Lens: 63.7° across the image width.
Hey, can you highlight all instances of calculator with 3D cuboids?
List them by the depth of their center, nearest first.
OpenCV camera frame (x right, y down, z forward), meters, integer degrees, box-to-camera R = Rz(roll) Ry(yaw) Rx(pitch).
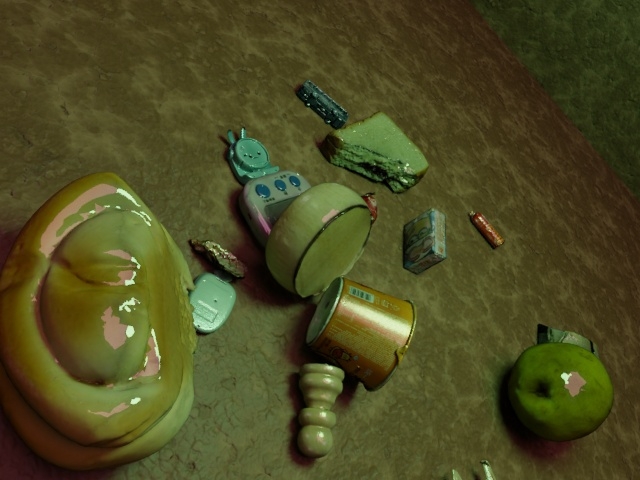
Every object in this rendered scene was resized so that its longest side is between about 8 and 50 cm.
[{"bbox_3d":[-0.219,0.117,1.035,0.095,0.021,0.153,34,48,-16],"label":"calculator"}]

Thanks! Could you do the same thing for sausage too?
[{"bbox_3d":[0.545,-0.041,1.694,0.050,0.048,0.145,-39,87,-6],"label":"sausage"}]

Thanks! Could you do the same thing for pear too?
[{"bbox_3d":[0.632,0.394,1.351,0.307,0.252,0.253,18,53,-37],"label":"pear"}]

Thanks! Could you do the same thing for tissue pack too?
[{"bbox_3d":[0.288,0.000,1.425,0.065,0.115,0.155,28,49,-23],"label":"tissue pack"}]

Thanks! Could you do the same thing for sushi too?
[{"bbox_3d":[0.804,0.352,1.594,0.272,0.109,0.134,32,49,-18],"label":"sushi"}]

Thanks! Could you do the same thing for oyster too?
[{"bbox_3d":[-0.211,0.037,1.084,0.132,0.029,0.086,42,15,21],"label":"oyster"}]

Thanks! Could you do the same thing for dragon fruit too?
[{"bbox_3d":[0.114,-0.091,1.374,0.094,0.094,0.191,40,42,-9],"label":"dragon fruit"}]

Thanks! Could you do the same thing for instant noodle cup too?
[{"bbox_3d":[0.077,0.187,1.097,0.172,0.216,0.216,28,49,-8],"label":"instant noodle cup"}]

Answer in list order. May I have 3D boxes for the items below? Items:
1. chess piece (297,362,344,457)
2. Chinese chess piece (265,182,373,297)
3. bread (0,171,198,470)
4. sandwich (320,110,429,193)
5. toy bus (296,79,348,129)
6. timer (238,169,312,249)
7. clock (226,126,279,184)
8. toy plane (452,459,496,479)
[{"bbox_3d":[-0.008,0.338,1.019,0.094,0.094,0.171,23,59,-24],"label":"chess piece"},{"bbox_3d":[0.000,0.000,1.112,0.104,0.257,0.257,39,40,28],"label":"Chinese chess piece"},{"bbox_3d":[-0.319,0.119,0.802,0.328,0.245,0.424,10,54,-33],"label":"bread"},{"bbox_3d":[0.167,-0.242,1.498,0.288,0.099,0.254,-31,83,-45],"label":"sandwich"},{"bbox_3d":[0.008,-0.400,1.515,0.165,0.047,0.065,38,43,-11],"label":"toy bus"},{"bbox_3d":[-0.087,-0.068,1.218,0.208,0.069,0.191,-22,78,-44],"label":"timer"},{"bbox_3d":[-0.176,-0.208,1.256,0.108,0.045,0.147,-24,78,-45],"label":"clock"},{"bbox_3d":[0.376,0.616,1.111,0.256,0.104,0.242,41,44,-9],"label":"toy plane"}]
